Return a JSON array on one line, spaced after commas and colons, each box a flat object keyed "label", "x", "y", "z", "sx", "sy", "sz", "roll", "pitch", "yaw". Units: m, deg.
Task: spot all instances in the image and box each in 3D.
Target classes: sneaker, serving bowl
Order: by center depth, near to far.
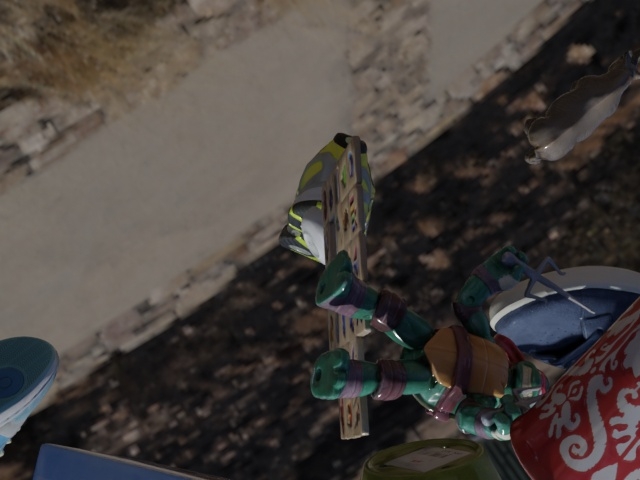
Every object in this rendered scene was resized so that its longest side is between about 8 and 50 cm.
[{"label": "sneaker", "x": 0.316, "y": 0.135, "z": 1.227, "sx": 0.350, "sy": 0.148, "sz": 0.131, "roll": 17, "pitch": 144, "yaw": -26}, {"label": "serving bowl", "x": 0.000, "y": 0.000, "z": 1.574, "sx": 0.027, "sy": 0.083, "sz": 0.083, "roll": -30, "pitch": 158, "yaw": -15}, {"label": "sneaker", "x": -0.467, "y": 0.285, "z": 1.737, "sx": 0.319, "sy": 0.127, "sz": 0.208, "roll": -41, "pitch": 145, "yaw": -24}, {"label": "sneaker", "x": 0.027, "y": -0.048, "z": 1.972, "sx": 0.385, "sy": 0.145, "sz": 0.147, "roll": 123, "pitch": -11, "yaw": -77}]

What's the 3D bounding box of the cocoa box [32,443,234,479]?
[{"label": "cocoa box", "x": -0.129, "y": 0.345, "z": 1.252, "sx": 0.228, "sy": 0.232, "sz": 0.347, "roll": 22, "pitch": 166, "yaw": -38}]

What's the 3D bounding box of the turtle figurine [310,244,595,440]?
[{"label": "turtle figurine", "x": 0.110, "y": 0.091, "z": 0.988, "sx": 0.234, "sy": 0.175, "sz": 0.118, "roll": 13, "pitch": 133, "yaw": -20}]

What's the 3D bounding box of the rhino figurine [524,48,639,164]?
[{"label": "rhino figurine", "x": 0.394, "y": -0.203, "z": 1.867, "sx": 0.243, "sy": 0.073, "sz": 0.106, "roll": -41, "pitch": -174, "yaw": 1}]

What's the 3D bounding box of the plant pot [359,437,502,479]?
[{"label": "plant pot", "x": 0.137, "y": 0.380, "z": 1.427, "sx": 0.274, "sy": 0.294, "sz": 0.275, "roll": -10, "pitch": -175, "yaw": 1}]

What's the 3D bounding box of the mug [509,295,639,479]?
[{"label": "mug", "x": 0.215, "y": 0.087, "z": 0.837, "sx": 0.113, "sy": 0.150, "sz": 0.169, "roll": 28, "pitch": 114, "yaw": -17}]

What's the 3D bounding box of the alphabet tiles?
[{"label": "alphabet tiles", "x": 0.023, "y": 0.050, "z": 1.098, "sx": 0.009, "sy": 0.237, "sz": 0.198, "roll": -2, "pitch": 170, "yaw": -8}]
